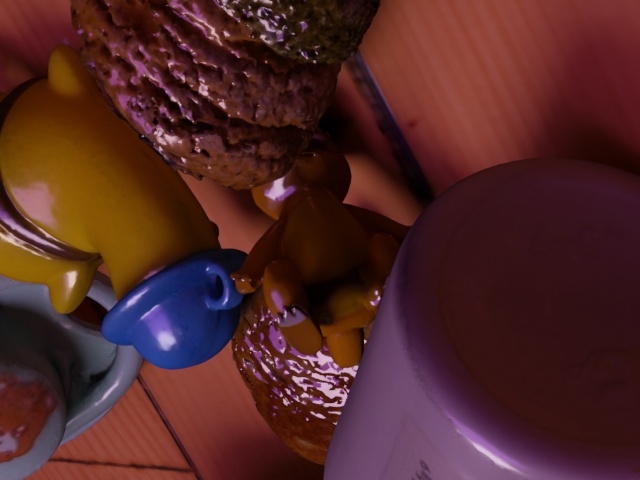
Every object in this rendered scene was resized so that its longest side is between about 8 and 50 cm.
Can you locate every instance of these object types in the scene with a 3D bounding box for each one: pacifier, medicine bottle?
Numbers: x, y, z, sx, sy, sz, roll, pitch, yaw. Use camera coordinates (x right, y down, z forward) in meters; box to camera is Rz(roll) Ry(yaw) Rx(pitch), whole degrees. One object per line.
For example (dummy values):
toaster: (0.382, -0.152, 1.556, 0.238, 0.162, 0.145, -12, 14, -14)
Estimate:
pacifier: (-0.299, 0.056, 1.553, 0.343, 0.288, 0.269, 56, -166, -57)
medicine bottle: (0.111, 0.129, 1.075, 0.208, 0.208, 0.340, 40, 148, 17)

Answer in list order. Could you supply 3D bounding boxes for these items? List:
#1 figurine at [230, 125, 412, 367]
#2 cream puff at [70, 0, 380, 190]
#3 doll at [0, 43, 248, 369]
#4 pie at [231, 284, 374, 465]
figurine: (0.000, 0.000, 1.171, 0.122, 0.121, 0.176, 79, 175, -59)
cream puff: (-0.032, -0.140, 1.050, 0.169, 0.183, 0.183, -33, 96, 31)
doll: (-0.172, -0.032, 1.318, 0.363, 0.145, 0.199, 29, 124, 42)
pie: (0.010, 0.091, 1.294, 0.163, 0.079, 0.193, 11, 127, 36)
